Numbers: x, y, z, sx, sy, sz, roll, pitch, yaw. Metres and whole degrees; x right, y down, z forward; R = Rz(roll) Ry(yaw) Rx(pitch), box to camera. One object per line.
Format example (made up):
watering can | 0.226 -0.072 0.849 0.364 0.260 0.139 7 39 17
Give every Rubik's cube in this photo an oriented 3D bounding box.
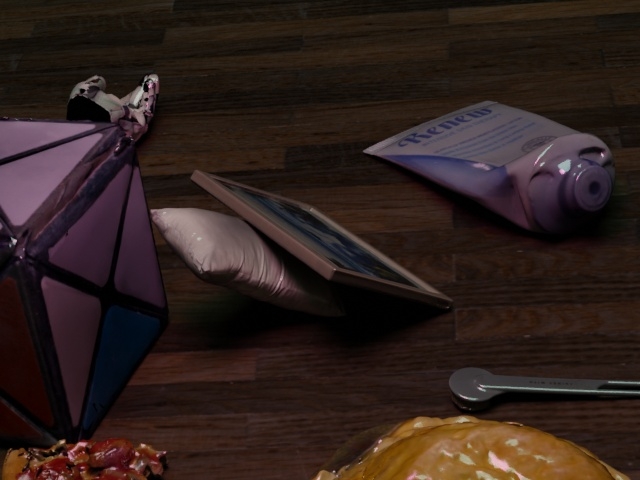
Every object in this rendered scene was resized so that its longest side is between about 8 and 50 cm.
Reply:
Rubik's cube | -0.387 0.043 1.937 0.305 0.307 0.310 3 35 19

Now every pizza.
pizza | -0.270 0.267 1.799 0.193 0.053 0.201 -27 38 -27

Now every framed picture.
framed picture | 0.000 0.000 2.053 0.232 0.024 0.315 16 13 -45

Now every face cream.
face cream | 0.263 -0.117 2.247 0.234 0.137 0.420 -24 26 -21

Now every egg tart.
egg tart | 0.159 0.310 1.503 0.443 0.178 0.443 3 40 -2

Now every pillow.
pillow | -0.088 0.030 2.000 0.254 0.078 0.144 21 22 -41

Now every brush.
brush | 0.285 0.178 1.863 0.266 0.027 0.062 1 35 5

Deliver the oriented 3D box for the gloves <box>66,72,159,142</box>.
gloves | -0.321 -0.207 2.474 0.127 0.111 0.212 0 6 19
